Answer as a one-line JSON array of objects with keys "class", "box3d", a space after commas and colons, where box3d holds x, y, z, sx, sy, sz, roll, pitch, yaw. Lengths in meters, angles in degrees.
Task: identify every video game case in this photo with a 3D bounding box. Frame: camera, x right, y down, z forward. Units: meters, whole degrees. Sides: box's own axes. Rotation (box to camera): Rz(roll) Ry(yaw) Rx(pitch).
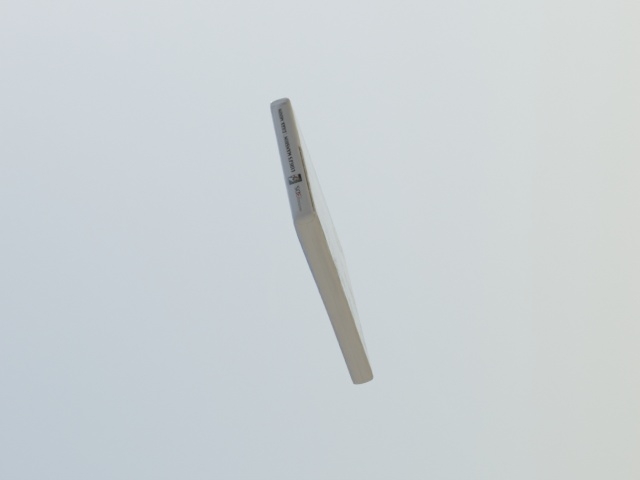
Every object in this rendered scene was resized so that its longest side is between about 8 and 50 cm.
[{"class": "video game case", "box3d": [0.000, 0.000, 1.338, 0.173, 0.022, 0.190, -103, -5, -51]}]
